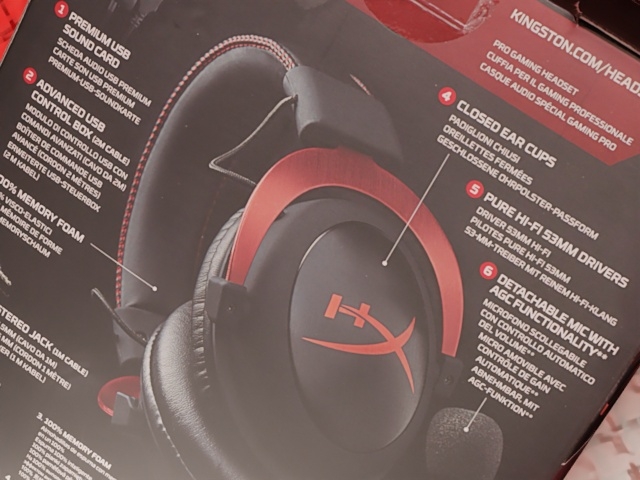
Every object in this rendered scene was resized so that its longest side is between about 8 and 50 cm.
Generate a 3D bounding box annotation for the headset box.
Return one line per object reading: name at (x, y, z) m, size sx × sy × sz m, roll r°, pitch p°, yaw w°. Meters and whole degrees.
headset box at (0.000, 0.000, 0.514) m, size 0.218 × 0.110 × 0.293 m, roll 33°, pitch 110°, yaw 12°
